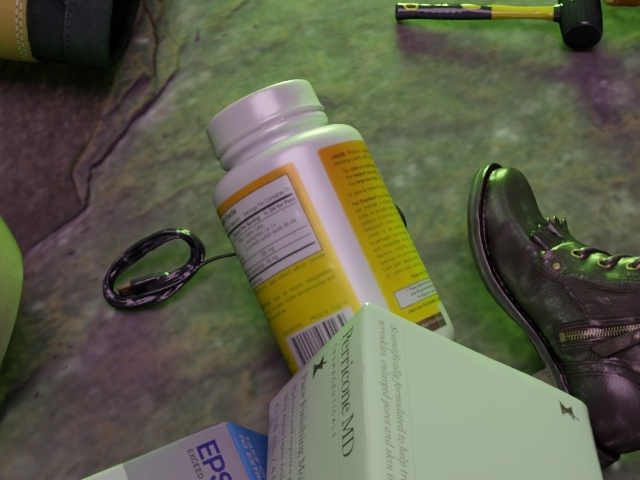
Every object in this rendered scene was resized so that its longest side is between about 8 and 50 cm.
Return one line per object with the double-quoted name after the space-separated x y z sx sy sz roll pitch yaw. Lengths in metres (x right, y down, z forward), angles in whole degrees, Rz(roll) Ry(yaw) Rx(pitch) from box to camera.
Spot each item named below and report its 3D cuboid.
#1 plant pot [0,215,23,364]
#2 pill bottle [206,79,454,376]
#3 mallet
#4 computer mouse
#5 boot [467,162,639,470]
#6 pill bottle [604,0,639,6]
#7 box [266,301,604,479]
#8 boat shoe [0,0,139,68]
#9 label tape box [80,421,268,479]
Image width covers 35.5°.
-0.311 0.034 0.656 0.190 0.284 0.284 20 53 -31 "plant pot"
0.000 0.000 0.707 0.117 0.117 0.215 -23 84 -14 "pill bottle"
0.166 -0.218 0.927 0.189 0.039 0.062 8 59 8 "mallet"
-0.051 0.012 0.786 0.242 0.041 0.071 -10 84 -2 "computer mouse"
0.238 0.020 0.683 0.229 0.091 0.263 -31 66 29 "boot"
0.379 -0.256 0.896 0.245 0.130 0.131 -2 59 -3 "pill bottle"
0.069 0.163 0.581 0.181 0.119 0.181 26 37 -21 "box"
-0.157 -0.357 0.923 0.155 0.187 0.500 21 66 5 "boat shoe"
-0.064 0.252 0.595 0.347 0.115 0.249 -22 62 -12 "label tape box"
